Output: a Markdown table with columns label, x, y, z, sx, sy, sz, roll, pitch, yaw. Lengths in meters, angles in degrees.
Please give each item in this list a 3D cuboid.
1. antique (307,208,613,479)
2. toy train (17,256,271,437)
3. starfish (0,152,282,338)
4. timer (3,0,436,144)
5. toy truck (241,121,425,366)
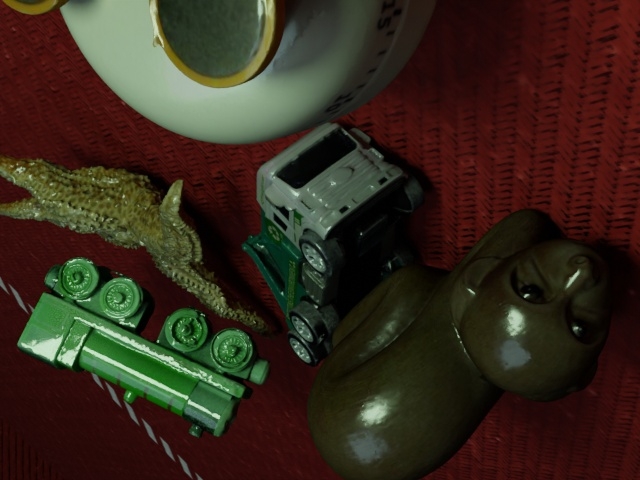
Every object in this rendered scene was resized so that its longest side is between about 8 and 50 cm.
| label | x | y | z | sx | sy | sz | roll | pitch | yaw |
| --- | --- | --- | --- | --- | --- | --- | --- | --- | --- |
| antique | 0.095 | 0.082 | 0.849 | 0.257 | 0.143 | 0.121 | -30 | 109 | 29 |
| toy train | -0.177 | 0.107 | 1.228 | 0.251 | 0.119 | 0.085 | 25 | 173 | 9 |
| starfish | -0.197 | -0.020 | 1.214 | 0.294 | 0.084 | 0.301 | 19 | 165 | 26 |
| timer | -0.034 | -0.171 | 0.685 | 0.233 | 0.240 | 0.233 | 14 | 114 | 33 |
| toy truck | 0.000 | 0.000 | 0.960 | 0.116 | 0.110 | 0.216 | 43 | 157 | 21 |
